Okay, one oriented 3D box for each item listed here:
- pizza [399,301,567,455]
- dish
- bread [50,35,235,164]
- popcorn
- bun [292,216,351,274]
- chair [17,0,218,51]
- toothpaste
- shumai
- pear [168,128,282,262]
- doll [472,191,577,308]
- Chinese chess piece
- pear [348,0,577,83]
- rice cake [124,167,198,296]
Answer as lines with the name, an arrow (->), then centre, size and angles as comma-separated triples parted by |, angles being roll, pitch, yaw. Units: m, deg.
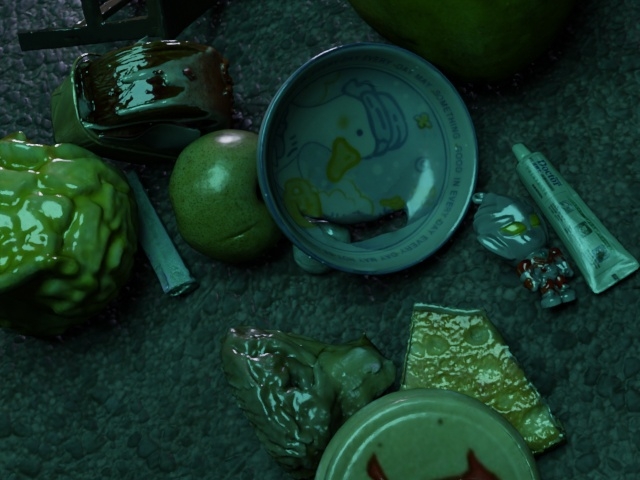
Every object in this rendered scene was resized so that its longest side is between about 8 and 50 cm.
pizza -> 0.180, 0.168, 1.761 | 0.204, 0.080, 0.188 | 4, 89, 12
dish -> 0.043, -0.094, 1.888 | 0.273, 0.134, 0.273 | 0, 89, -16
bread -> -0.218, -0.179, 1.981 | 0.212, 0.224, 0.142 | -24, 69, 36
popcorn -> -0.364, -0.003, 1.943 | 0.293, 0.293, 0.237 | -12, 74, 14
bun -> 0.000, 0.000, 1.921 | 0.083, 0.045, 0.083 | -11, 62, 20
chair -> -0.177, -0.382, 2.037 | 0.416, 0.203, 0.240 | -1, 22, 20
toothpaste -> 0.290, -0.033, 1.837 | 0.064, 0.041, 0.218 | -31, 62, -4
shumai -> -0.008, 0.160, 1.781 | 0.175, 0.166, 0.206 | -34, 61, -4
pear -> -0.113, -0.055, 1.928 | 0.136, 0.167, 0.167 | -2, 65, 24
doll -> 0.236, 0.006, 1.820 | 0.094, 0.079, 0.180 | -21, 61, -26
Chinese chess piece -> 0.115, 0.282, 1.666 | 0.249, 0.103, 0.250 | 0, 82, 2
pear -> 0.166, -0.387, 1.855 | 0.352, 0.413, 0.352 | -7, 48, 8
rice cake -> -0.218, -0.012, 2.015 | 0.043, 0.034, 0.211 | -31, 58, 0
